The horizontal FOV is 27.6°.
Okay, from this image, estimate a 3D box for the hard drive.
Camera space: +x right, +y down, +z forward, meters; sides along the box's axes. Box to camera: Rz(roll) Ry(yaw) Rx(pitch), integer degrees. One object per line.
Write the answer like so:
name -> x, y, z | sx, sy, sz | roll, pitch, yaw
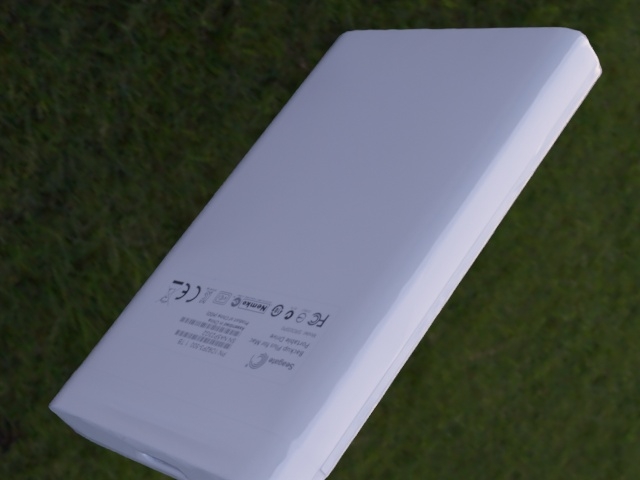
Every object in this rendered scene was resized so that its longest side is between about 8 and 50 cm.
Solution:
hard drive -> 0.000, 0.000, 0.734 | 0.307, 0.203, 0.040 | -53, 126, -22
